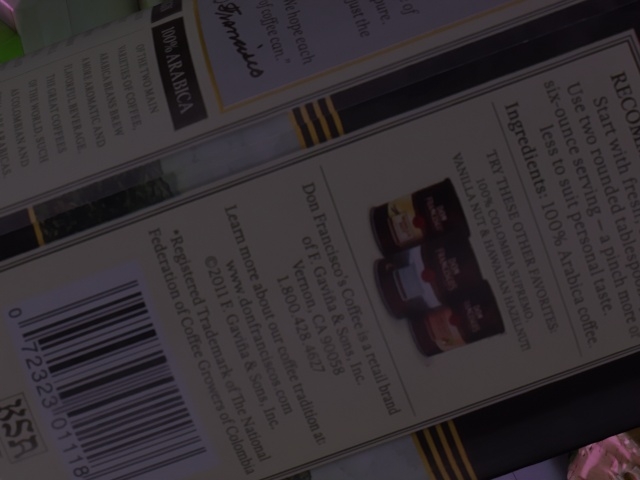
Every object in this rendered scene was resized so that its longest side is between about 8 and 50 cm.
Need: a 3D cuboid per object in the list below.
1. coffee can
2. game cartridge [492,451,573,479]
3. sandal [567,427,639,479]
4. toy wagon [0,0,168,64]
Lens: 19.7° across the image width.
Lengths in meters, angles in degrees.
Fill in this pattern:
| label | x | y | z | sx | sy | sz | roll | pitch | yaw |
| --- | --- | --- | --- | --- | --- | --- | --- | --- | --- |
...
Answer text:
| label | x | y | z | sx | sy | sz | roll | pitch | yaw |
| --- | --- | --- | --- | --- | --- | --- | --- | --- | --- |
| coffee can | 0.000 | 0.000 | 0.648 | 0.201 | 0.275 | 0.201 | -20 | -90 | -86 |
| game cartridge | 0.101 | 0.005 | 0.961 | 0.198 | 0.062 | 0.297 | -59 | -43 | -45 |
| sandal | 0.165 | 0.118 | 0.920 | 0.088 | 0.079 | 0.240 | -105 | -6 | -60 |
| toy wagon | -0.065 | -0.126 | 0.807 | 0.068 | 0.344 | 0.267 | 40 | 155 | 25 |
